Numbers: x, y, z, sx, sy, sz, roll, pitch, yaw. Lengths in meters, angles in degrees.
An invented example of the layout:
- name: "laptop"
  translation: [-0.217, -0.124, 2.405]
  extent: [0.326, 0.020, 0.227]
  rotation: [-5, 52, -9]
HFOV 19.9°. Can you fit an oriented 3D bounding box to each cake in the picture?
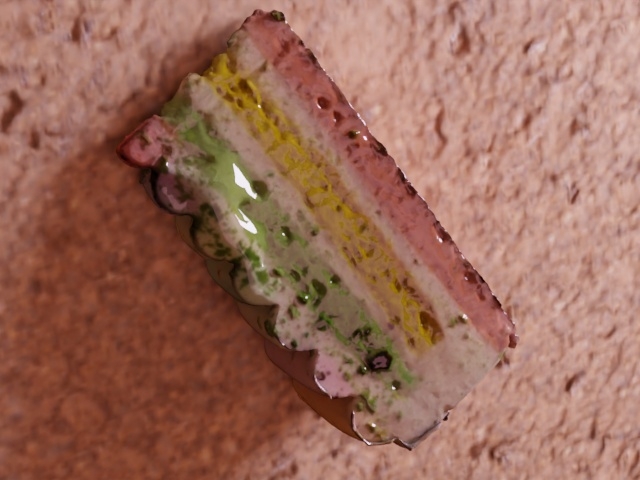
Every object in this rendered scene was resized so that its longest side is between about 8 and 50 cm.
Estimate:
- name: "cake"
  translation: [-0.006, -0.001, 0.954]
  extent: [0.109, 0.090, 0.225]
  rotation: [-40, 103, -10]
